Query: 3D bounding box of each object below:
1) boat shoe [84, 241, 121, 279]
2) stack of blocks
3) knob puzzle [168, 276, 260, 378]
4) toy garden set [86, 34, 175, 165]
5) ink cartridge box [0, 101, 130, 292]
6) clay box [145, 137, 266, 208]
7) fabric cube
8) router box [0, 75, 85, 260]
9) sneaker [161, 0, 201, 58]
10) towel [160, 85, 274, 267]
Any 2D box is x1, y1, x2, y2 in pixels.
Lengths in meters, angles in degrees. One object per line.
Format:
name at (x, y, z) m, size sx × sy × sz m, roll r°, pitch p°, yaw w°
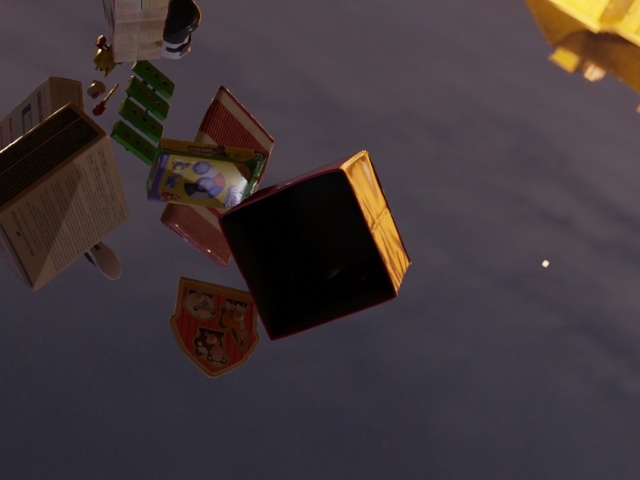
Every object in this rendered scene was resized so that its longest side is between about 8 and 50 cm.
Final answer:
boat shoe at (-0.474, 0.025, 2.093) m, size 0.049 × 0.040 × 0.142 m, roll -46°, pitch -70°, yaw -31°
stack of blocks at (-0.316, -0.436, 1.660) m, size 0.087 × 0.297 × 0.171 m, roll -8°, pitch -101°, yaw -14°
knob puzzle at (-0.202, 0.173, 1.934) m, size 0.213 × 0.030 × 0.213 m, roll 14°, pitch -119°, yaw -26°
toy garden set at (-0.419, -0.300, 2.106) m, size 0.204 × 0.049 × 0.244 m, roll 39°, pitch -138°, yaw -34°
ink cartridge box at (-0.387, -0.059, 1.431) m, size 0.193 × 0.234 × 0.088 m, roll -40°, pitch -110°, yaw -21°
clay box at (-0.222, -0.128, 1.962) m, size 0.222 × 0.127 × 0.053 m, roll 6°, pitch -137°, yaw -23°
fabric cube at (0.000, 0.000, 1.853) m, size 0.259 × 0.254 × 0.258 m, roll 67°, pitch -164°, yaw -8°
router box at (-0.625, -0.152, 2.217) m, size 0.082 × 0.301 × 0.335 m, roll 5°, pitch -111°, yaw -41°
sneaker at (-0.370, -0.531, 2.514) m, size 0.146 × 0.122 × 0.331 m, roll 21°, pitch 168°, yaw -36°
towel at (-0.218, -0.134, 2.138) m, size 0.037 × 0.329 × 0.237 m, roll 8°, pitch 158°, yaw 32°
